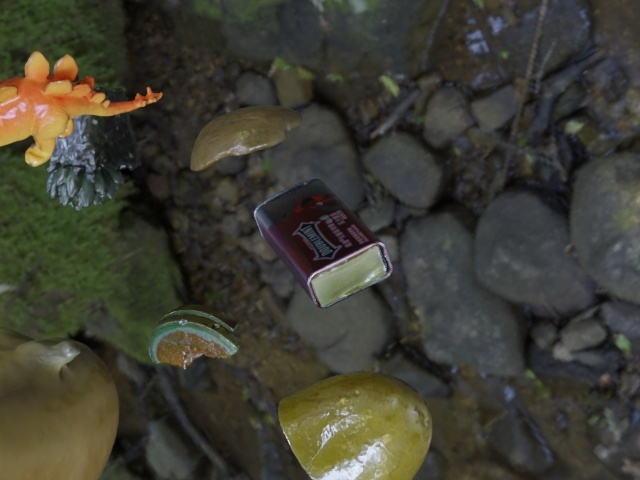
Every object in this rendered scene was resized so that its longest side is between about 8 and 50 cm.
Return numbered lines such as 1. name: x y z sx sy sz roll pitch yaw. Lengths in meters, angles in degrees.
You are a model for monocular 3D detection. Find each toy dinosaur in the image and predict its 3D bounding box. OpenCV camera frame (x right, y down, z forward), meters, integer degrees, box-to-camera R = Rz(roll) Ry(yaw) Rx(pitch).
1. toy dinosaur: -0.286 -0.135 1.064 0.070 0.288 0.117 56 153 30

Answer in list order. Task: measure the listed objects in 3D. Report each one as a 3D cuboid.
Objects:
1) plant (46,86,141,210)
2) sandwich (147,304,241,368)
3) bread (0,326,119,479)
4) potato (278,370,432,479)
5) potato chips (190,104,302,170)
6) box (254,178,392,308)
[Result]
1. plant: -0.364 -0.147 1.689 0.129 0.132 0.195 12 103 33
2. sandwich: -0.144 0.106 1.142 0.135 0.029 0.067 -23 105 37
3. bread: -0.416 0.239 1.044 0.348 0.376 0.253 -4 95 21
4. potato: 0.069 0.246 1.381 0.158 0.178 0.203 -36 89 19
5. potato chips: -0.126 -0.176 1.691 0.062 0.195 0.208 66 173 -15
6. box: 0.000 0.000 1.458 0.224 0.120 0.069 52 164 56
